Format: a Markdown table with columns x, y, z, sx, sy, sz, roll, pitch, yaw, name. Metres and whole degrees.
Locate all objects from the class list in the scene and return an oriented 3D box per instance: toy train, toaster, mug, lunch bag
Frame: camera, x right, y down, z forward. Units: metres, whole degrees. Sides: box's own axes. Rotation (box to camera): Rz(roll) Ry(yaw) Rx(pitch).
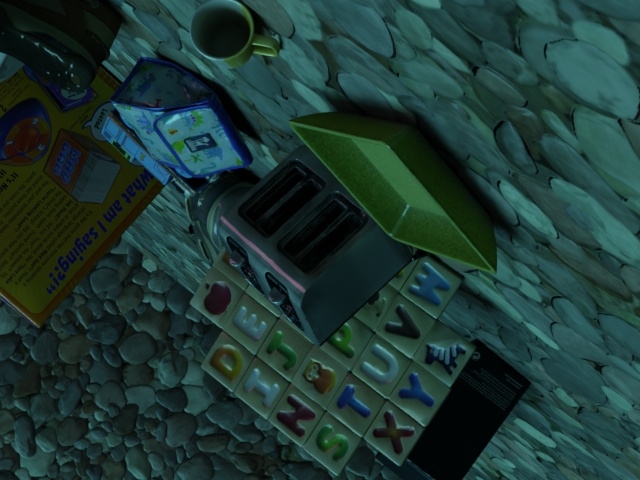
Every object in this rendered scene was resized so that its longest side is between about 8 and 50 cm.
| x | y | z | sx | sy | sz | roll | pitch | yaw | name |
| --- | --- | --- | --- | --- | --- | --- | --- | --- | --- |
| -0.215 | -0.135 | 1.707 | 0.184 | 0.080 | 0.105 | 42 | 142 | 5 | toy train |
| 0.000 | 0.000 | 1.396 | 0.168 | 0.185 | 0.110 | 41 | 169 | 36 | toaster |
| -0.086 | -0.191 | 1.202 | 0.078 | 0.062 | 0.064 | 45 | 177 | 10 | mug |
| -0.166 | -0.149 | 1.550 | 0.151 | 0.096 | 0.129 | 15 | 154 | 32 | lunch bag |

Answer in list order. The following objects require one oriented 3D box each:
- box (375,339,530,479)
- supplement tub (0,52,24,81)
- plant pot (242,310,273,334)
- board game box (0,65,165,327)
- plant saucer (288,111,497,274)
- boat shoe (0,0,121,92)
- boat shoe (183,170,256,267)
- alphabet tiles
| x | y | z | sx | sy | sz | roll | pitch | yaw | name |
| --- | --- | --- | --- | --- | --- | --- | --- | --- | --- |
| 0.178 | 0.256 | 1.732 | 0.103 | 0.184 | 0.261 | 39 | 169 | 5 | box |
| -0.486 | -0.332 | 1.720 | 0.199 | 0.144 | 0.144 | 40 | 169 | -2 | supplement tub |
| -0.013 | 0.060 | 1.613 | 0.201 | 0.180 | 0.201 | 37 | 169 | 9 | plant pot |
| -0.467 | -0.109 | 1.971 | 0.356 | 0.356 | 0.356 | 42 | 168 | -8 | board game box |
| 0.079 | -0.059 | 1.204 | 0.188 | 0.045 | 0.188 | 47 | 166 | -30 | plant saucer |
| -0.392 | -0.308 | 1.565 | 0.324 | 0.120 | 0.122 | 31 | 161 | 12 | boat shoe |
| -0.126 | -0.013 | 1.890 | 0.130 | 0.132 | 0.355 | 46 | 163 | 23 | boat shoe |
| 0.007 | 0.101 | 1.493 | 0.342 | 0.285 | 0.011 | 36 | -167 | 21 | alphabet tiles |
